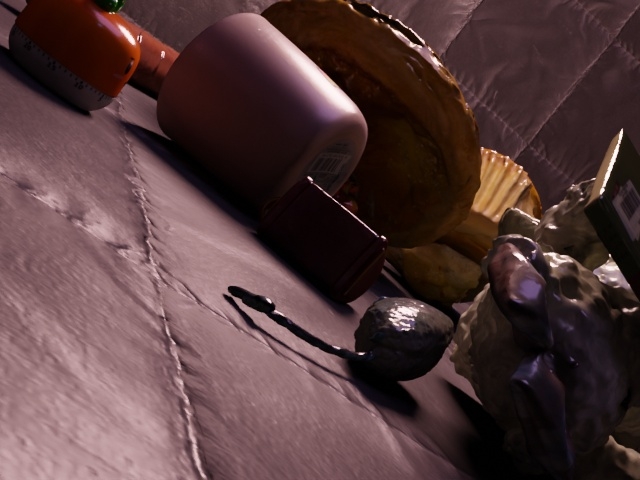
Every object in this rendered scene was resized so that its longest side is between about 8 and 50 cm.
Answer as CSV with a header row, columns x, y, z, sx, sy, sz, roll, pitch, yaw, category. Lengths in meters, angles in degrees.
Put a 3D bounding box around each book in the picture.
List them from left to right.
x,y,z,sx,sy,sz,roll,pitch,yaw,category
0.326,0.051,0.826,0.289,0.026,0.201,58,30,-7,book

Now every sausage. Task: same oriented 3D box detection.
x,y,z,sx,sy,sz,roll,pitch,yaw,category
-0.298,-0.293,1.411,0.088,0.088,0.433,41,8,27,sausage

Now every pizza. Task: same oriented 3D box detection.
x,y,z,sx,sy,sz,roll,pitch,yaw,category
0.166,0.051,1.577,0.204,0.081,0.188,34,-17,-4,pizza

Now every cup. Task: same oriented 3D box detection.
x,y,z,sx,sy,sz,roll,pitch,yaw,category
-0.059,-0.131,1.159,0.200,0.191,0.253,43,-8,20,cup

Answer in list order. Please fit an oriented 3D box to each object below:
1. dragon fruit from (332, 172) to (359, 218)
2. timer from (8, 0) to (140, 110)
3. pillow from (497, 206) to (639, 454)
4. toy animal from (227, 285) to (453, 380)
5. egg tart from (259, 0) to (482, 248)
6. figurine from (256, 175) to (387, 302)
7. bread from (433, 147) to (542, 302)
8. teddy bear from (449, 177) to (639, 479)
x,y,z,sx,sy,sz,roll,pitch,yaw,category
-0.012,-0.085,1.336,0.133,0.150,0.208,-12,49,-43,dragon fruit
-0.238,-0.206,0.931,0.136,0.136,0.099,38,1,2,timer
0.332,0.125,1.229,0.076,0.274,0.280,-26,45,-37,pillow
0.036,0.076,0.729,0.079,0.070,0.253,-1,-6,37,toy animal
0.066,-0.195,1.427,0.443,0.178,0.443,26,-37,22,egg tart
-0.001,0.000,1.001,0.154,0.082,0.098,39,-7,23,figurine
0.263,-0.028,1.643,0.236,0.183,0.388,33,-21,-2,bread
0.285,0.101,0.864,0.375,0.327,0.362,-1,-8,-11,teddy bear
